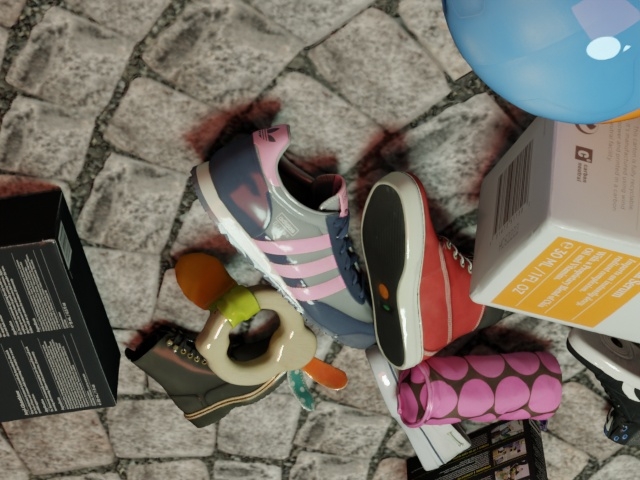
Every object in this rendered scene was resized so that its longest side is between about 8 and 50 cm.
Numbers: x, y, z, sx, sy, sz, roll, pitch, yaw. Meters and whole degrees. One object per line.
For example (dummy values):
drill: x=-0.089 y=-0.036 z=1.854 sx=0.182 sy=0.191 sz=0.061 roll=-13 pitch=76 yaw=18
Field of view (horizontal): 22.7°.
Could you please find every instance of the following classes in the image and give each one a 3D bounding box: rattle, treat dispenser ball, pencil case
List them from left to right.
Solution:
rattle: x=-0.074 y=0.109 z=1.872 sx=0.200 sy=0.143 sz=0.130 roll=25 pitch=84 yaw=-41
pencil case: x=0.187 y=0.182 z=1.902 sx=0.209 sy=0.095 sz=0.098 roll=3 pitch=163 yaw=-31
treat dispenser ball: x=0.254 y=-0.251 z=1.481 sx=0.288 sy=0.288 sz=0.288 roll=0 pitch=128 yaw=0

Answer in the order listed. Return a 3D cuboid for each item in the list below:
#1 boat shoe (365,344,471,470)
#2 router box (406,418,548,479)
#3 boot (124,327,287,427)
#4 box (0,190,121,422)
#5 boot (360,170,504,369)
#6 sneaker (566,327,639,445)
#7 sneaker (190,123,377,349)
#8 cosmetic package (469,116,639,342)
boat shoe: x=0.123 y=0.194 z=1.971 sx=0.076 sy=0.083 sz=0.226 roll=-26 pitch=135 yaw=4
router box: x=0.196 y=0.305 z=2.011 sx=0.179 sy=0.133 sz=0.046 roll=-25 pitch=123 yaw=19
boot: x=-0.128 y=0.138 z=1.924 sx=0.198 sy=0.077 sz=0.137 roll=-36 pitch=115 yaw=23
box: x=-0.356 y=0.083 z=1.860 sx=0.184 sy=0.103 sz=0.261 roll=-10 pitch=128 yaw=4
boot: x=0.143 y=0.011 z=1.805 sx=0.176 sy=0.088 sz=0.244 roll=-23 pitch=126 yaw=-25
sneaker: x=0.366 y=0.191 z=1.955 sx=0.217 sy=0.079 sz=0.121 roll=26 pitch=122 yaw=-20
sneaker: x=0.000 y=0.000 z=1.791 sx=0.131 sy=0.112 sz=0.319 roll=-34 pitch=125 yaw=17
cosmetic package: x=0.415 y=0.010 z=1.716 sx=0.453 sy=0.161 sz=0.230 roll=13 pitch=154 yaw=-10
